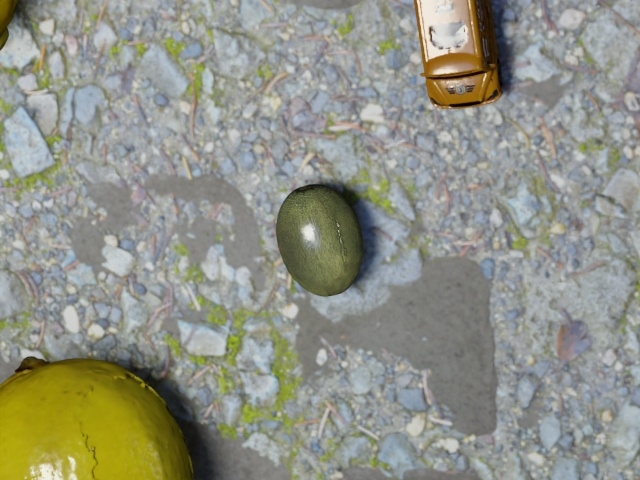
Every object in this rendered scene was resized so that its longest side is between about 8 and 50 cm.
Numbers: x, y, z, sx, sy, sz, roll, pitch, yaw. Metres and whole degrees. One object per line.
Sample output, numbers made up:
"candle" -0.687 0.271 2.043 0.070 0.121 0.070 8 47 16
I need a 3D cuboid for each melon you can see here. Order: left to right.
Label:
"melon" 0.000 0.000 1.917 0.098 0.098 0.130 -15 101 18

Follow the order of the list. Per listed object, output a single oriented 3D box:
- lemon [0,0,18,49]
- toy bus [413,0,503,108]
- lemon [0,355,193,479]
"lemon" -0.483 -0.315 1.837 0.364 0.364 0.364 4 106 13
"toy bus" 0.141 -0.234 1.822 0.083 0.088 0.194 -6 103 15
"lemon" -0.285 0.284 1.971 0.297 0.297 0.297 4 106 13
